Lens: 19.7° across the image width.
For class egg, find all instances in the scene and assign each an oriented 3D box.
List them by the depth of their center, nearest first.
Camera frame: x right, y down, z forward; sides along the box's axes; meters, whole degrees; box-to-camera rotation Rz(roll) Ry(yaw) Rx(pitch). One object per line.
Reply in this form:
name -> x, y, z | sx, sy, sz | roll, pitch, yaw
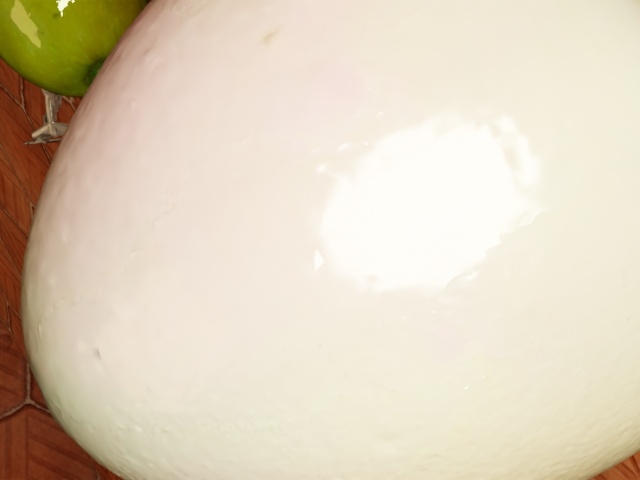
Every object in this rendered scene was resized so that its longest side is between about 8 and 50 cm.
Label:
egg -> 0.000, 0.000, 0.998 | 0.354, 0.339, 0.354 | 156, 90, -81

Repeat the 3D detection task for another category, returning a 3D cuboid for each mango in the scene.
mango -> -0.272, -0.259, 1.696 | 0.343, 0.156, 0.192 | 43, 155, 45

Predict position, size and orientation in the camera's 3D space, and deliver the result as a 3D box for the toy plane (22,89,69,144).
toy plane -> -0.321, -0.239, 2.017 | 0.182, 0.107, 0.273 | -19, 128, 30
